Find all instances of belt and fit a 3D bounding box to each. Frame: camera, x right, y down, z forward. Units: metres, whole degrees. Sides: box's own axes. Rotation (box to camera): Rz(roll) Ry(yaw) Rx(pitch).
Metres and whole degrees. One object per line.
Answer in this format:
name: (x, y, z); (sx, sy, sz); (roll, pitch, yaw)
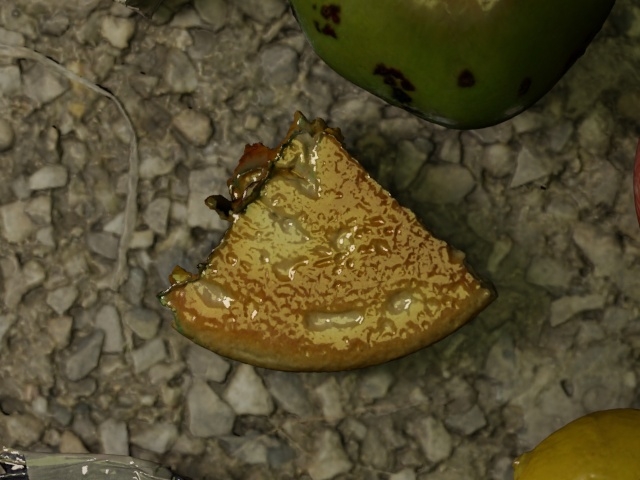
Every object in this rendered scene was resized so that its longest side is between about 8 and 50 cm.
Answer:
belt: (-0.200, 0.264, 1.287); (0.231, 0.126, 0.139); (-1, 65, 5)

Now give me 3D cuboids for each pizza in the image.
pizza: (0.000, 0.000, 1.271); (0.290, 0.081, 0.228); (-8, 98, 5)

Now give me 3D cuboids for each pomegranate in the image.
pomegranate: (0.095, -0.213, 1.138); (0.291, 0.323, 0.290); (2, 118, 4)

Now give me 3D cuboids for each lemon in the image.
lemon: (0.252, 0.225, 1.213); (0.203, 0.178, 0.178); (26, 95, 5)

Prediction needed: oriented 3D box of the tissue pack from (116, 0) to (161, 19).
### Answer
tissue pack: (-0.199, -0.329, 1.254); (0.225, 0.124, 0.185); (33, 95, 3)

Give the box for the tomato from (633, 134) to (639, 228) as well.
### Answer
tomato: (0.378, -0.041, 1.161); (0.270, 0.227, 0.270); (0, 70, -1)
